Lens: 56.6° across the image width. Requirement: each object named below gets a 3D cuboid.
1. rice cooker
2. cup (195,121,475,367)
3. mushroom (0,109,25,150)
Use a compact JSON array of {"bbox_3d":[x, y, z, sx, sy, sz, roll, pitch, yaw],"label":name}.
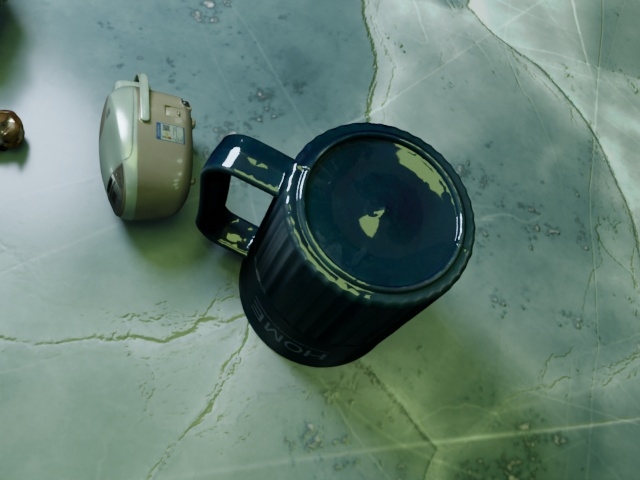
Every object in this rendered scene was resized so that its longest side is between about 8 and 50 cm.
[{"bbox_3d":[-0.243,-0.126,0.832,0.127,0.145,0.206,8,63,-25],"label":"rice cooker"},{"bbox_3d":[0.016,-0.007,0.770,0.242,0.292,0.308,-33,81,-24],"label":"cup"},{"bbox_3d":[-0.497,-0.123,0.810,0.187,0.061,0.060,-34,86,-20],"label":"mushroom"}]
